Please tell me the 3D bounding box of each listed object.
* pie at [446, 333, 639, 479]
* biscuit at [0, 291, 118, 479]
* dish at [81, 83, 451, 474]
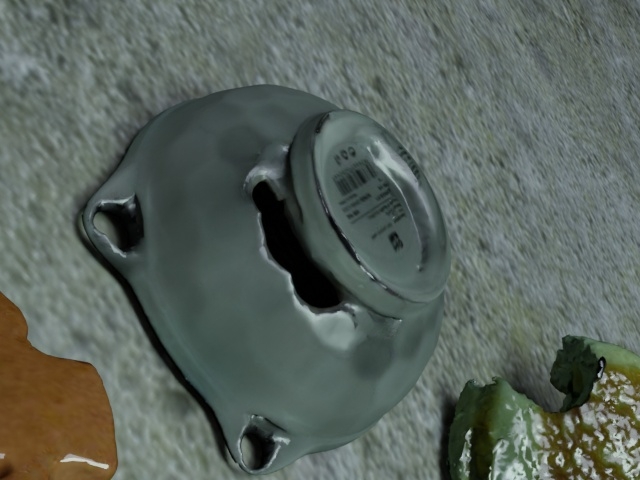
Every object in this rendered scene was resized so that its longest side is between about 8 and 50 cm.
[{"bbox_3d":[0.236,0.222,0.880,0.302,0.067,0.302,13,62,-25],"label":"pie"},{"bbox_3d":[-0.224,0.063,0.379,0.306,0.043,0.284,5,34,-26],"label":"biscuit"},{"bbox_3d":[0.000,0.000,0.747,0.303,0.120,0.303,33,42,-35],"label":"dish"}]
